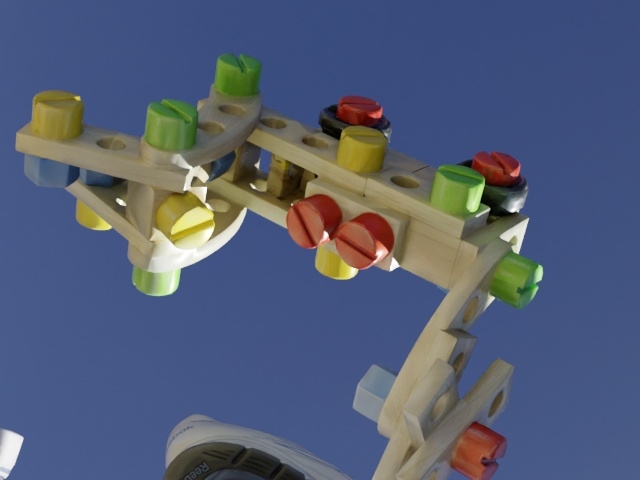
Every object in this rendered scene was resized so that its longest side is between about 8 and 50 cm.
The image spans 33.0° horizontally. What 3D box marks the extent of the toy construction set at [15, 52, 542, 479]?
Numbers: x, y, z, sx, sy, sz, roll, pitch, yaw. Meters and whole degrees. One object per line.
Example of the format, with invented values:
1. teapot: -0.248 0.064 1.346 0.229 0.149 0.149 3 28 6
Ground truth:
1. toy construction set: 0.000 0.000 0.641 0.328 0.215 0.151 40 -54 19

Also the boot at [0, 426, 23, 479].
1. boot: -0.180 0.120 0.488 0.190 0.069 0.086 123 -13 -71

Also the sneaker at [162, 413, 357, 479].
1. sneaker: 0.005 0.216 0.854 0.111 0.297 0.129 -53 -159 4
